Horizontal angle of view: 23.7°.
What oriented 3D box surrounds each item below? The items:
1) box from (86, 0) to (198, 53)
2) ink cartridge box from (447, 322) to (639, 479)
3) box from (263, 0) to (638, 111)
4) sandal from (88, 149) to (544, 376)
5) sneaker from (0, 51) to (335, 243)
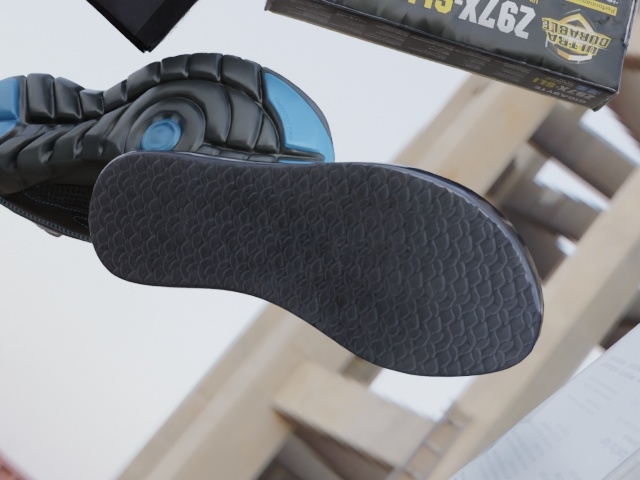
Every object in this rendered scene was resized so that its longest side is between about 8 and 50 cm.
[{"bbox_3d":[-0.140,-0.341,1.127,0.293,0.295,0.073,43,27,-8],"label":"box"},{"bbox_3d":[0.082,0.161,0.734,0.071,0.330,0.324,49,2,3],"label":"ink cartridge box"},{"bbox_3d":[0.137,-0.286,1.375,0.322,0.257,0.079,15,-10,-7],"label":"box"},{"bbox_3d":[0.000,-0.001,0.775,0.254,0.097,0.054,17,10,27],"label":"sandal"},{"bbox_3d":[-0.123,-0.059,1.177,0.341,0.125,0.139,6,-31,34],"label":"sneaker"}]
